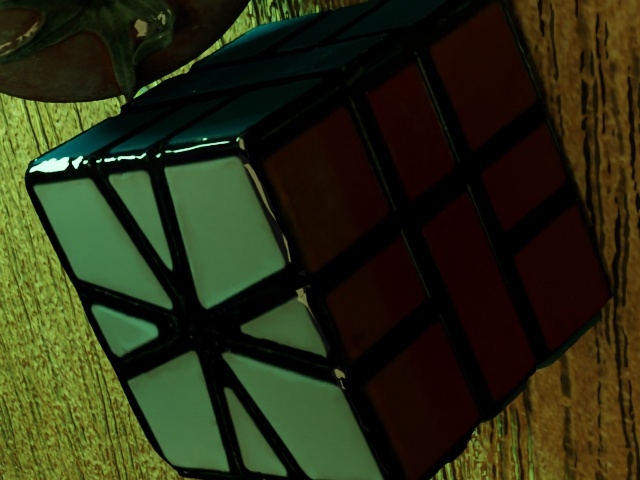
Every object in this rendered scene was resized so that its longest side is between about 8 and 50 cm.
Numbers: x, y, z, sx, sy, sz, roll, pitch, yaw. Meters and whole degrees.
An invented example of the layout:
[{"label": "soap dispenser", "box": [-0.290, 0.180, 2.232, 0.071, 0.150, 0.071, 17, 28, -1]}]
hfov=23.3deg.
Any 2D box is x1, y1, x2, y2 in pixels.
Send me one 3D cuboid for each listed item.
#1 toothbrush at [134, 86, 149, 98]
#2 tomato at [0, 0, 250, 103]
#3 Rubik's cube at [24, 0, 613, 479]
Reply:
[{"label": "toothbrush", "box": [-0.109, -0.081, 1.423, 0.288, 0.021, 0.024, 44, 131, 13]}, {"label": "tomato", "box": [-0.183, -0.253, 1.130, 0.317, 0.316, 0.283, 108, 148, -47]}, {"label": "Rubik's cube", "box": [0.000, 0.000, 1.153, 0.288, 0.283, 0.294, -6, 112, 48]}]
